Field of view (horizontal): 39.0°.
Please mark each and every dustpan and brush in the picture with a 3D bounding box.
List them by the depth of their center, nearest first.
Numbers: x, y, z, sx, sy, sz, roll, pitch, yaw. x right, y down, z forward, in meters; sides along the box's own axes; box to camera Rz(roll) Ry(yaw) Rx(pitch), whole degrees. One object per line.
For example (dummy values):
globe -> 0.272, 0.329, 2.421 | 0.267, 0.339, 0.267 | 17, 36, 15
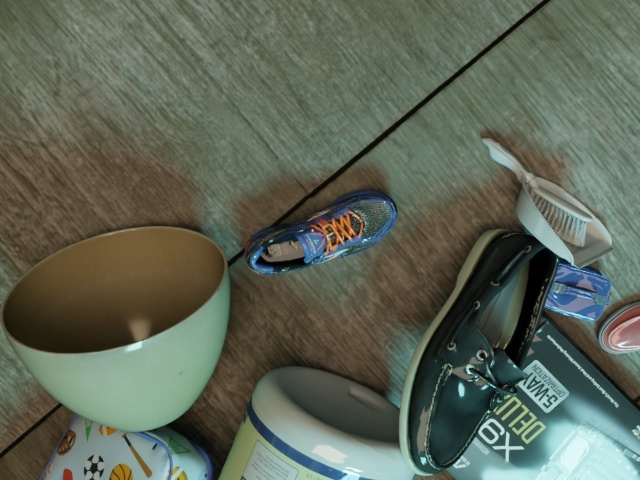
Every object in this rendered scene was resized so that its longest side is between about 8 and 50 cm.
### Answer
dustpan and brush -> 0.282, -0.058, 1.167 | 0.211, 0.147, 0.060 | 37, 119, 24

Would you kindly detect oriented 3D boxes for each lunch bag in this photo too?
lunch bag -> 0.335, 0.066, 1.196 | 0.098, 0.065, 0.067 | 15, 101, 3
lunch bag -> -0.279, 0.387, 1.203 | 0.243, 0.115, 0.304 | 17, 83, 35

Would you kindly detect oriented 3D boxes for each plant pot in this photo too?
plant pot -> -0.243, 0.133, 1.173 | 0.284, 0.284, 0.191 | -6, 121, 6

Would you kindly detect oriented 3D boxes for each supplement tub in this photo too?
supplement tub -> -0.027, 0.357, 1.191 | 0.235, 0.235, 0.325 | 22, 101, 1

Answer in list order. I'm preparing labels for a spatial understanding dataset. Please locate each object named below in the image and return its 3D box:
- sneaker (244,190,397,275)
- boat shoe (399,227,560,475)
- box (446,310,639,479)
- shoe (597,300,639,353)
sneaker -> 0.000, 0.000, 1.202 | 0.221, 0.087, 0.083 | -24, 98, 9
boat shoe -> 0.209, 0.136, 1.118 | 0.127, 0.113, 0.340 | 46, 63, -31
box -> 0.319, 0.283, 1.229 | 0.307, 0.076, 0.242 | 45, 101, -4
shoe -> 0.456, 0.109, 1.185 | 0.177, 0.081, 0.064 | -21, 97, 8
